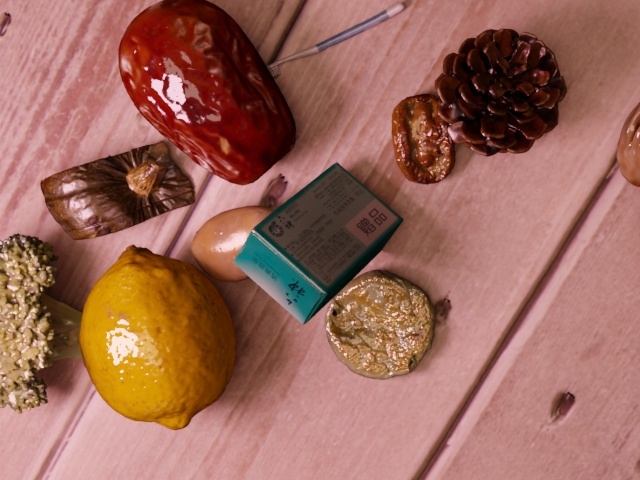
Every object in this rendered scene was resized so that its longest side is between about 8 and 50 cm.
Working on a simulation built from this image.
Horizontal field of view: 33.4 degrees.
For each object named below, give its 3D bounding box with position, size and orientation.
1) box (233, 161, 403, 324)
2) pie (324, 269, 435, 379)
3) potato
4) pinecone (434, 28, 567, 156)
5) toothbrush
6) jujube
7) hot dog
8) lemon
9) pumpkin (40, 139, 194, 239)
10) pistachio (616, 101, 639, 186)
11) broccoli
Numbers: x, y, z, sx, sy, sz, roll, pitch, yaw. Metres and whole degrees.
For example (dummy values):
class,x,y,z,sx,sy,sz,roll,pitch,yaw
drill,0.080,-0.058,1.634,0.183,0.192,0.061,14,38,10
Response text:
class,x,y,z,sx,sy,sz,roll,pitch,yaw
box,0.000,0.000,1.671,0.153,0.245,0.092,42,136,8
pie,0.100,0.140,1.763,0.186,0.041,0.187,1,94,13
potato,-0.128,0.004,1.770,0.178,0.109,0.119,-17,84,27
pinecone,0.275,-0.230,1.617,0.207,0.208,0.208,1,94,13
toothbrush,0.016,-0.324,1.759,0.275,0.019,0.025,-23,94,14
jujube,-0.178,-0.241,1.715,0.223,0.223,0.318,-40,94,13
hot dog,0.165,-0.162,1.713,0.099,0.065,0.147,-5,91,4
lemon,-0.269,0.158,1.750,0.253,0.253,0.310,-19,86,14
pumpkin,-0.356,-0.078,1.812,0.248,0.126,0.131,-20,91,14
pistachio,0.534,-0.170,1.593,0.215,0.144,0.144,-44,84,7
broccoli,-0.516,0.150,1.823,0.259,0.235,0.288,32,137,11
